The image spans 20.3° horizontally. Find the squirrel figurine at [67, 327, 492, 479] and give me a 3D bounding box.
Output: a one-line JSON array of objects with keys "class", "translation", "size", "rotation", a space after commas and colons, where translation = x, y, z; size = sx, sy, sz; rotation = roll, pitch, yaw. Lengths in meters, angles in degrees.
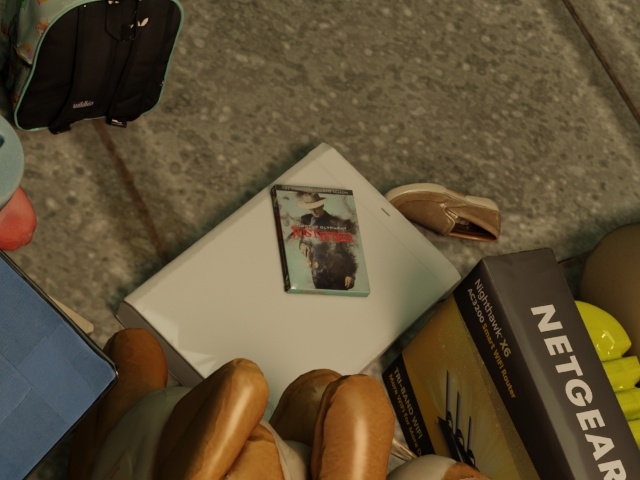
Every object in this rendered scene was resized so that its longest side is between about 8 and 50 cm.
[{"class": "squirrel figurine", "translation": [-0.025, 0.301, 1.503], "size": [0.370, 0.281, 0.397], "rotation": [25, 75, -26]}]

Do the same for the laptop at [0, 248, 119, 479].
[{"class": "laptop", "translation": [-0.451, 0.137, 1.383], "size": [0.382, 0.236, 0.408], "rotation": [44, 53, 2]}]

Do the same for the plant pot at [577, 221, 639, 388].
[{"class": "plant pot", "translation": [0.392, 0.078, 1.778], "size": [0.256, 0.257, 0.274], "rotation": [-10, 20, -29]}]

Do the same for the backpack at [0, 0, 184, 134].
[{"class": "backpack", "translation": [-0.225, -0.211, 1.744], "size": [0.165, 0.188, 0.144], "rotation": [-6, 63, -26]}]

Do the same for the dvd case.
[{"class": "dvd case", "translation": [0.000, 0.000, 1.771], "size": [0.087, 0.013, 0.119], "rotation": [4, 58, -22]}]

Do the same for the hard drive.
[{"class": "hard drive", "translation": [-0.025, 0.053, 1.761], "size": [0.203, 0.040, 0.307], "rotation": [45, 53, 7]}]

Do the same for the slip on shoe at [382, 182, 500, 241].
[{"class": "slip on shoe", "translation": [0.128, -0.025, 1.873], "size": [0.135, 0.051, 0.041], "rotation": [12, 53, -26]}]

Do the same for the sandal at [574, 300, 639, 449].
[{"class": "sandal", "translation": [0.269, 0.221, 1.689], "size": [0.126, 0.138, 0.317], "rotation": [2, 57, -36]}]

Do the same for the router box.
[{"class": "router box", "translation": [0.183, 0.199, 1.634], "size": [0.081, 0.243, 0.309], "rotation": [-8, 63, -28]}]

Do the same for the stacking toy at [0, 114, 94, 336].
[{"class": "stacking toy", "translation": [-0.356, 0.016, 1.581], "size": [0.309, 0.130, 0.279], "rotation": [-33, 77, -35]}]
